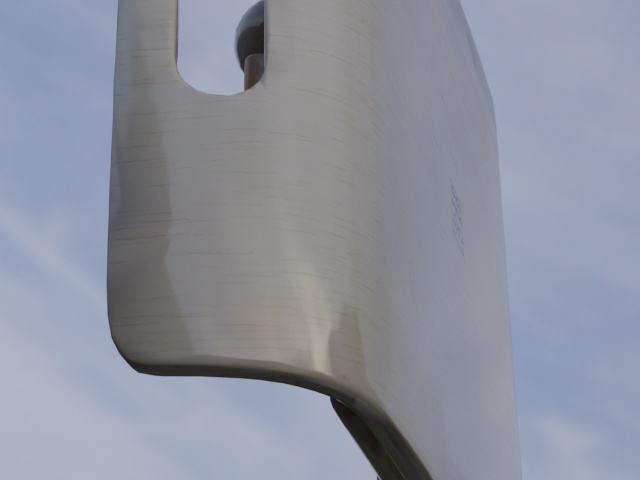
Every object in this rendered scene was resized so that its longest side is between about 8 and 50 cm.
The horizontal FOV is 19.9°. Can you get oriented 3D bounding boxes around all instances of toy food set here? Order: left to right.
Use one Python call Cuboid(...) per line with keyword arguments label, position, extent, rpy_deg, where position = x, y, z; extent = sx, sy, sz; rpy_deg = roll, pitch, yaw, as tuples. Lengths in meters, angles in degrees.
Cuboid(label="toy food set", position=(0.000, 0.000, 0.591), extent=(0.092, 0.219, 0.306), rpy_deg=(-8, -29, 13))
